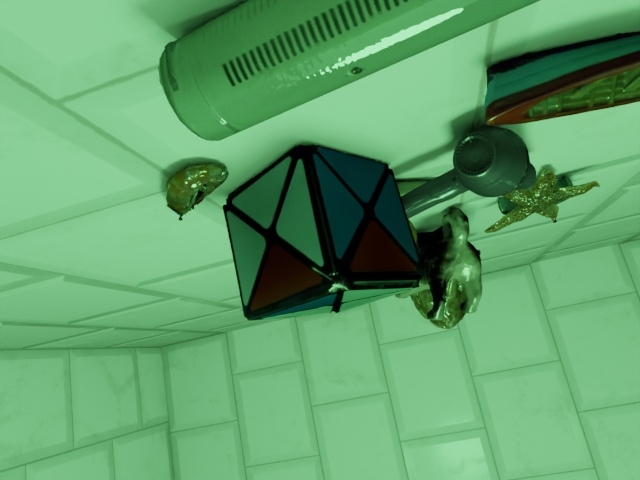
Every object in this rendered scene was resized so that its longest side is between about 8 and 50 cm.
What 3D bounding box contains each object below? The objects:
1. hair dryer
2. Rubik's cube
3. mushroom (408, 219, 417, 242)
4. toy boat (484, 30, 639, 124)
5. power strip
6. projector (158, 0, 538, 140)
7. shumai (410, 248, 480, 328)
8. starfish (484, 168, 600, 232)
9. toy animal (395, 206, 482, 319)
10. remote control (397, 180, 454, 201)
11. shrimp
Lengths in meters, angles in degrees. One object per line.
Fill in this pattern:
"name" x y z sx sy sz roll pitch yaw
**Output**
"hair dryer" 0.240 -0.093 0.914 0.361 0.121 0.301 -25 166 33
"Rubik's cube" 0.000 0.000 0.841 0.246 0.248 0.250 5 157 -45
"mushroom" 0.126 0.027 1.282 0.128 0.128 0.350 -1 159 -34
"toy boat" 0.399 -0.227 0.630 0.392 0.080 0.136 -11 167 -6
"power strip" 0.595 -0.117 1.245 0.216 0.044 0.137 -18 163 26
"projector" 0.020 -0.195 0.409 0.337 0.108 0.108 -17 164 21
"shumai" 0.474 0.146 1.654 0.267 0.314 0.262 5 157 -12
"starfish" 0.526 -0.104 1.168 0.231 0.048 0.295 29 139 -35
"toy animal" 0.341 0.048 1.364 0.194 0.303 0.344 -2 -173 -15
"remote control" 0.204 -0.104 1.011 0.221 0.042 0.078 -4 164 -22
"shrimp" -0.216 -0.080 0.786 0.101 0.042 0.190 -11 166 -32
